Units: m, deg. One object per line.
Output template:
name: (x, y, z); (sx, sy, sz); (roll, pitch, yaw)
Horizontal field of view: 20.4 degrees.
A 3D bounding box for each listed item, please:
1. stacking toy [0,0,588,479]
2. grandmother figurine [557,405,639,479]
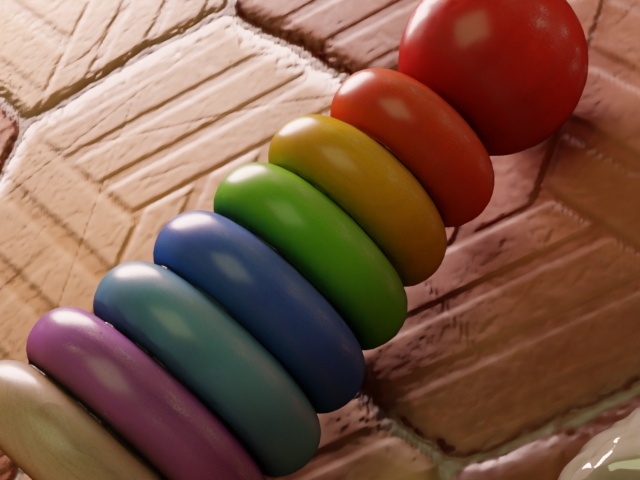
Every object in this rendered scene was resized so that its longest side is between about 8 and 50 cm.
stacking toy: (0.000, 0.000, 0.807); (0.330, 0.141, 0.141); (-47, 42, -12)
grandmother figurine: (0.112, 0.201, 0.582); (0.208, 0.104, 0.342); (4, 51, 7)
